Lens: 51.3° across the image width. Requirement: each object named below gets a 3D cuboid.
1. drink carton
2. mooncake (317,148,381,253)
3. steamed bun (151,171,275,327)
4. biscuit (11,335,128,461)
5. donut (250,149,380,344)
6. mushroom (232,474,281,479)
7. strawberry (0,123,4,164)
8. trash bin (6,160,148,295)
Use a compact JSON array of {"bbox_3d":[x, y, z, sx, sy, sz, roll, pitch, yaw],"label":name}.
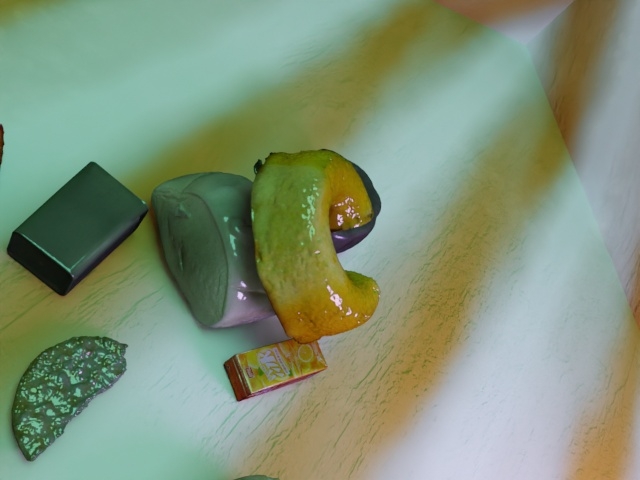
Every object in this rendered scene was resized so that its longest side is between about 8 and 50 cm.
[{"bbox_3d":[-0.100,0.287,1.522,0.223,0.071,0.096,-8,68,-41],"label":"drink carton"},{"bbox_3d":[0.008,-0.097,1.810,0.306,0.154,0.306,21,50,-27],"label":"mooncake"},{"bbox_3d":[-0.205,-0.006,1.523,0.247,0.236,0.383,-8,68,-48],"label":"steamed bun"},{"bbox_3d":[-0.486,0.269,1.262,0.141,0.038,0.290,44,43,-3],"label":"biscuit"},{"bbox_3d":[0.000,0.000,1.459,0.377,0.163,0.435,26,59,-62],"label":"donut"},{"bbox_3d":[-0.121,0.552,1.244,0.255,0.184,0.255,3,32,-2],"label":"mushroom"},{"bbox_3d":[-0.713,-0.142,1.315,0.107,0.175,0.236,0,19,-3],"label":"strawberry"},{"bbox_3d":[-0.508,-0.026,1.394,0.164,0.122,0.240,41,47,-6],"label":"trash bin"}]
